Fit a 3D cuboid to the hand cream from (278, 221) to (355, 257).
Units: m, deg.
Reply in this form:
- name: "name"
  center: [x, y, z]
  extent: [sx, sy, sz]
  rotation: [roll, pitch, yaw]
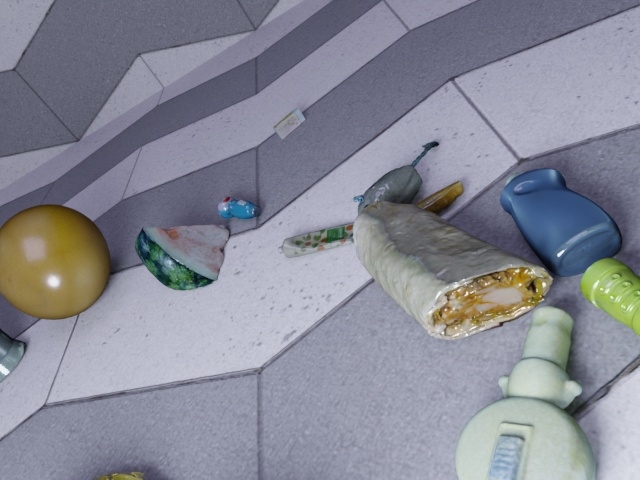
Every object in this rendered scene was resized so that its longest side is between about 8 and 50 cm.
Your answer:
- name: "hand cream"
  center: [0.000, 0.000, 1.028]
  extent: [0.165, 0.037, 0.057]
  rotation: [-14, 37, 20]

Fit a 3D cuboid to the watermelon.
- name: "watermelon"
  center: [-0.282, 0.045, 1.217]
  extent: [0.202, 0.136, 0.207]
  rotation: [-7, -11, -26]

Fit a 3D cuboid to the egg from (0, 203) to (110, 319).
- name: "egg"
  center: [-0.611, 0.052, 1.313]
  extent: [0.250, 0.250, 0.322]
  rotation: [-41, 41, -10]

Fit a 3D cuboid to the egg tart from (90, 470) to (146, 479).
- name: "egg tart"
  center: [-0.316, 0.412, 0.674]
  extent: [0.341, 0.132, 0.341]
  rotation: [-24, 31, 15]

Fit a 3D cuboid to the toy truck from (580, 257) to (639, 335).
- name: "toy truck"
  center: [0.365, 0.045, 0.536]
  extent: [0.210, 0.148, 0.187]
  rotation: [-43, 30, 27]

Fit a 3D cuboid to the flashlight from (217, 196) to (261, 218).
- name: "flashlight"
  center: [-0.177, -0.068, 1.266]
  extent: [0.129, 0.051, 0.051]
  rotation: [10, 53, 42]

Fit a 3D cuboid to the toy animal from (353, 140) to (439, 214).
- name: "toy animal"
  center: [0.144, -0.110, 1.001]
  extent: [0.079, 0.070, 0.253]
  rotation: [15, 55, 41]

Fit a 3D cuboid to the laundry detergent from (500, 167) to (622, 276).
- name: "laundry detergent"
  center: [0.303, -0.038, 0.765]
  extent: [0.096, 0.061, 0.206]
  rotation: [-37, 30, 13]

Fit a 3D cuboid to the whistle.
- name: "whistle"
  center: [0.210, 0.173, 0.570]
  extent: [0.126, 0.067, 0.258]
  rotation: [-4, 41, 38]

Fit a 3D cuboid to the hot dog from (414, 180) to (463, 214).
- name: "hot dog"
  center: [0.172, -0.052, 0.932]
  extent: [0.137, 0.028, 0.044]
  rotation: [-30, 6, 4]

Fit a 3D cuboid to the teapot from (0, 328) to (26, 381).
- name: "teapot"
  center: [-0.811, 0.227, 1.295]
  extent: [0.203, 0.225, 0.171]
  rotation: [-38, 30, -3]

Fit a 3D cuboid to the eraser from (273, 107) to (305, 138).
- name: "eraser"
  center: [-0.080, -0.302, 1.484]
  extent: [0.083, 0.038, 0.019]
  rotation: [-42, 30, -10]

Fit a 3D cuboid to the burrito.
- name: "burrito"
  center: [0.151, 0.032, 0.775]
  extent: [0.143, 0.105, 0.299]
  rotation: [-35, 30, -8]
